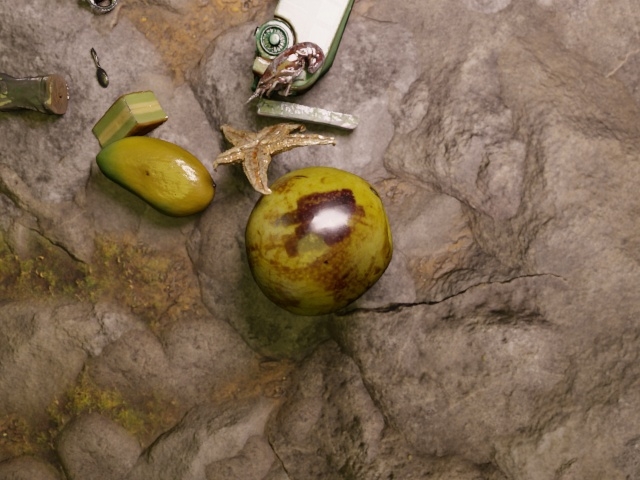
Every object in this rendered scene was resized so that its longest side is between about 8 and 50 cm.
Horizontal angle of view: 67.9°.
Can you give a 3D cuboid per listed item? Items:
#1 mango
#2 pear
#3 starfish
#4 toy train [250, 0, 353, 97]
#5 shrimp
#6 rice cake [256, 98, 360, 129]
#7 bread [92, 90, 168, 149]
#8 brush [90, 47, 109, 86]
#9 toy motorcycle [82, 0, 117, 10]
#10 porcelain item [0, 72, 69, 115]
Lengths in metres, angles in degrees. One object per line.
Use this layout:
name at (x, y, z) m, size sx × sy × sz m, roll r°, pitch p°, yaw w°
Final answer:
mango at (-0.327, -0.138, 0.961) m, size 0.237 × 0.091 × 0.137 m, roll 34°, pitch 97°, yaw -9°
pear at (0.000, 0.000, 0.880) m, size 0.283 × 0.283 × 0.284 m, roll 0°, pitch 96°, yaw 2°
starfish at (-0.093, -0.177, 0.897) m, size 0.231 × 0.295 × 0.048 m, roll -19°, pitch 126°, yaw -11°
toy train at (-0.029, -0.421, 0.913) m, size 0.159 × 0.129 × 0.327 m, roll 23°, pitch 96°, yaw -7°
shrimp at (-0.066, -0.291, 0.842) m, size 0.165 × 0.057 × 0.065 m, roll -40°, pitch 111°, yaw 8°
rice cake at (-0.025, -0.252, 0.958) m, size 0.210 × 0.043 × 0.034 m, roll 9°, pitch 101°, yaw -6°
bread at (-0.402, -0.244, 0.998) m, size 0.139 × 0.084 × 0.074 m, roll -28°, pitch 95°, yaw 35°
brush at (-0.461, -0.361, 0.990) m, size 0.024 × 0.008 × 0.083 m, roll -17°, pitch 95°, yaw 7°
toy motorcycle at (-0.458, -0.581, 0.929) m, size 0.150 × 0.102 × 0.221 m, roll 13°, pitch 99°, yaw -20°
porcelain item at (-0.636, -0.300, 0.971) m, size 0.215 × 0.069 × 0.081 m, roll 2°, pitch 100°, yaw 1°
